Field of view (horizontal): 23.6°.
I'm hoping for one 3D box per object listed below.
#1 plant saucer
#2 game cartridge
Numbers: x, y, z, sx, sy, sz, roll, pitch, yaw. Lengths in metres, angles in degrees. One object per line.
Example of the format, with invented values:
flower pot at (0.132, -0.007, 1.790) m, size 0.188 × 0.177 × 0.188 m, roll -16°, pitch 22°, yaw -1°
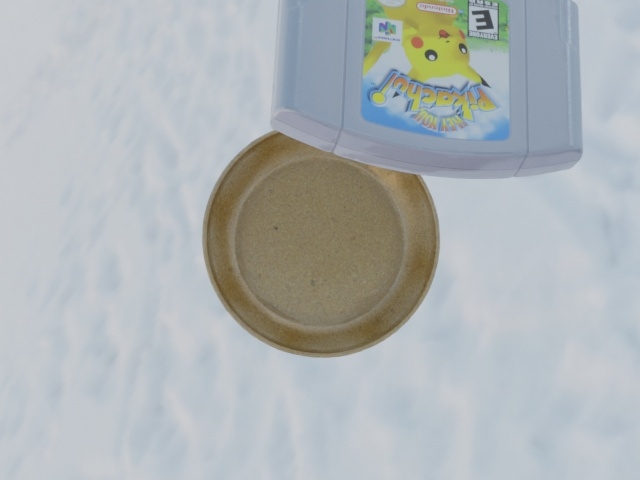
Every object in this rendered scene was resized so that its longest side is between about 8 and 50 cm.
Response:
plant saucer at (0.000, 0.000, 0.540) m, size 0.083 × 0.083 × 0.015 m, roll -57°, pitch 0°, yaw -8°
game cartridge at (0.029, -0.044, 0.405) m, size 0.017 × 0.083 × 0.056 m, roll 116°, pitch 158°, yaw -66°
